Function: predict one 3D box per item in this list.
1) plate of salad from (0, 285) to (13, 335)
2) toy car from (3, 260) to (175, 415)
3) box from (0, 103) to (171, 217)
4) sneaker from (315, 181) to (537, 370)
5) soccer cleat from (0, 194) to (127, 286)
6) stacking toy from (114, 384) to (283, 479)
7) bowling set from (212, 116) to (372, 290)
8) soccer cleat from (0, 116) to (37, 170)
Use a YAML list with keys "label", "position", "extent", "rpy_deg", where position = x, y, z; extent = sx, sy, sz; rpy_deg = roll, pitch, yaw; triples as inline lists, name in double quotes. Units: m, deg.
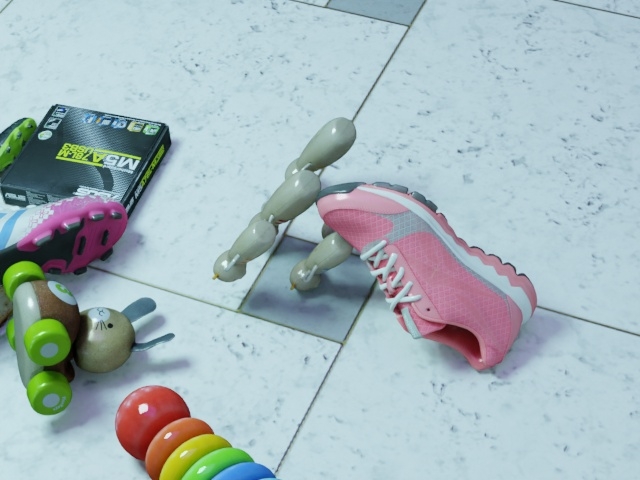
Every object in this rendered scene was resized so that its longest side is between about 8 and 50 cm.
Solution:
- label: "plate of salad"
  position: [-0.470, 0.061, 1.722]
  extent: [0.199, 0.048, 0.200]
  rpy_deg: [-2, 47, 2]
- label: "toy car"
  position: [-0.280, 0.108, 1.616]
  extent: [0.188, 0.149, 0.155]
  rpy_deg: [-9, 35, -21]
- label: "box"
  position: [-0.334, -0.111, 1.884]
  extent: [0.190, 0.045, 0.184]
  rpy_deg: [12, 45, 14]
- label: "sneaker"
  position: [0.121, 0.044, 1.602]
  extent: [0.313, 0.116, 0.136]
  rpy_deg: [33, 61, -11]
- label: "soccer cleat"
  position: [-0.403, -0.008, 1.694]
  extent: [0.143, 0.116, 0.331]
  rpy_deg: [39, 41, 26]
- label: "stacking toy"
  position: [-0.123, 0.271, 1.454]
  extent: [0.141, 0.141, 0.330]
  rpy_deg: [-32, 48, -25]
- label: "bowling set"
  position: [0.000, 0.000, 1.721]
  extent: [0.200, 0.154, 0.287]
  rpy_deg: [43, 52, -4]
- label: "soccer cleat"
  position: [-0.476, -0.121, 1.890]
  extent: [0.072, 0.060, 0.179]
  rpy_deg: [19, 53, 22]
